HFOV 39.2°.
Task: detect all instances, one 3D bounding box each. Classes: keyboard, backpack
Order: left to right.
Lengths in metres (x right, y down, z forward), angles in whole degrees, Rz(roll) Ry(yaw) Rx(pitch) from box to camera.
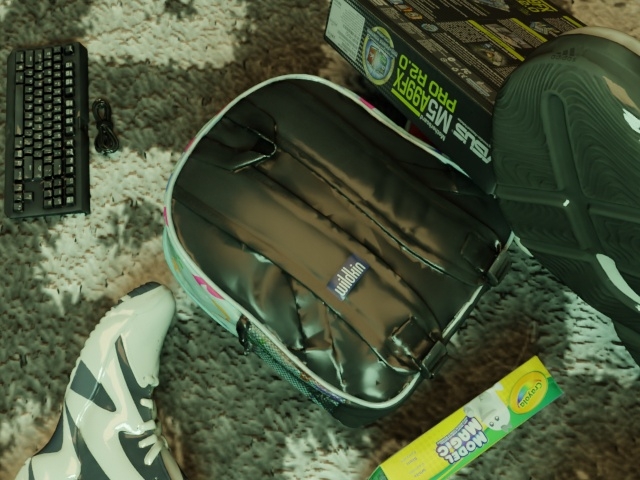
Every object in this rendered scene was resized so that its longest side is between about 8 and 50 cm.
[{"bbox_3d":[-0.248,-0.109,0.861,0.108,0.023,0.180,-5,71,-4],"label":"keyboard"},{"bbox_3d":[0.000,0.000,0.741,0.253,0.191,0.225,38,72,0],"label":"backpack"}]

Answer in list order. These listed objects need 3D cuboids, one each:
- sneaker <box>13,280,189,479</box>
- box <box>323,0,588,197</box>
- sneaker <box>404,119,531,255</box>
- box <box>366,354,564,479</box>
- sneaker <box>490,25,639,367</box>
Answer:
[{"bbox_3d":[-0.138,0.163,0.731,0.153,0.094,0.235,25,71,5],"label":"sneaker"},{"bbox_3d":[0.160,-0.147,0.779,0.216,0.060,0.270,-10,42,-30],"label":"box"},{"bbox_3d":[0.203,-0.047,0.807,0.279,0.118,0.107,21,72,5],"label":"sneaker"},{"bbox_3d":[0.106,0.168,0.733,0.179,0.105,0.043,-30,73,-12],"label":"box"},{"bbox_3d":[0.298,-0.056,0.679,0.169,0.447,0.257,18,70,47],"label":"sneaker"}]
